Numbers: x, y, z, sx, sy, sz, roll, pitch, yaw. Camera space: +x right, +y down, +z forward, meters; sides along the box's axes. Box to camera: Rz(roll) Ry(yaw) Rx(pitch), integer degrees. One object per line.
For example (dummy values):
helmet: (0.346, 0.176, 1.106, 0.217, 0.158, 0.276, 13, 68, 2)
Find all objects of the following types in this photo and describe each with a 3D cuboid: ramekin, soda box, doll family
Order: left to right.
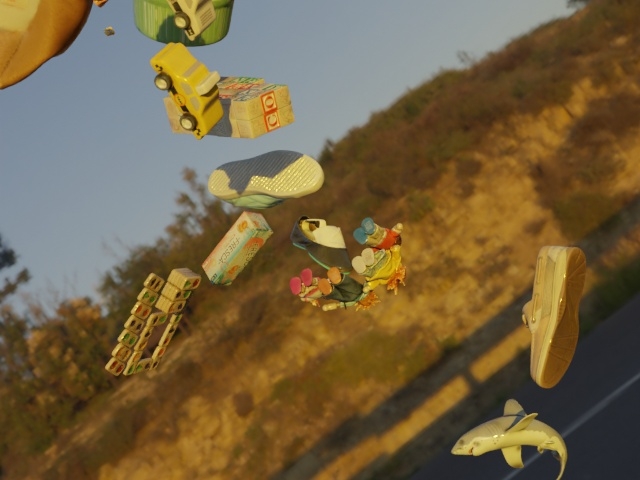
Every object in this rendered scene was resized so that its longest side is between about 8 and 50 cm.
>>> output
ramekin: (-0.388, -0.667, 2.655, 0.303, 0.303, 0.148, -33, -38, -44)
soda box: (-0.188, 0.019, 2.123, 0.058, 0.063, 0.183, 6, -48, -49)
doll family: (0.078, 0.078, 1.830, 0.263, 0.118, 0.163, -38, -28, 18)

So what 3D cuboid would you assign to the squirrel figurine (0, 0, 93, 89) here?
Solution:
squirrel figurine: (-0.496, -0.528, 1.836, 0.397, 0.281, 0.370, -25, 17, 15)

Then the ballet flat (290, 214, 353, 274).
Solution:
ballet flat: (0.000, 0.000, 2.397, 0.095, 0.096, 0.280, 3, 16, -31)

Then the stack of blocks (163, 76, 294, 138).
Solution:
stack of blocks: (-0.195, -0.305, 2.136, 0.297, 0.087, 0.171, 11, 31, 45)

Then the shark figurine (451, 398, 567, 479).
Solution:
shark figurine: (0.392, 0.359, 1.780, 0.166, 0.278, 0.116, -53, 32, 28)

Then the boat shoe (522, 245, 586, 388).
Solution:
boat shoe: (0.547, 0.181, 2.248, 0.110, 0.341, 0.121, 6, -11, 44)

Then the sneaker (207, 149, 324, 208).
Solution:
sneaker: (-0.123, -0.155, 2.546, 0.365, 0.135, 0.150, 2, -17, 35)

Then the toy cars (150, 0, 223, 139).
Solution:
toy cars: (-0.251, -0.401, 1.853, 0.087, 0.394, 0.176, -12, -11, 35)

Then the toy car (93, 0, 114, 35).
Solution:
toy car: (-0.556, -0.594, 2.444, 0.060, 0.122, 0.040, -14, 20, 26)

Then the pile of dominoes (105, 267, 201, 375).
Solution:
pile of dominoes: (-0.323, 0.173, 1.883, 0.251, 0.040, 0.196, -63, -21, 13)
